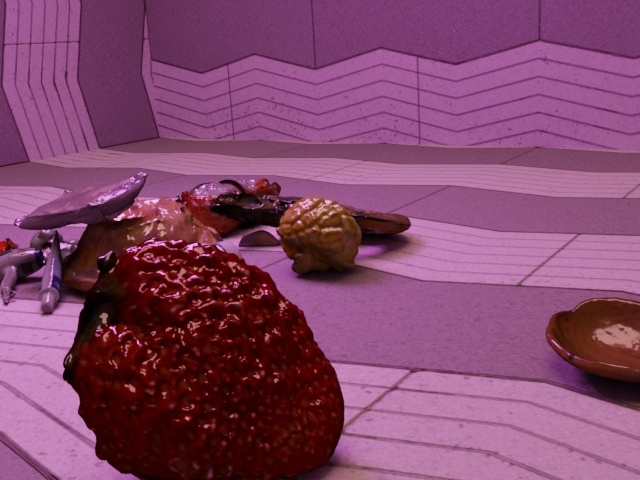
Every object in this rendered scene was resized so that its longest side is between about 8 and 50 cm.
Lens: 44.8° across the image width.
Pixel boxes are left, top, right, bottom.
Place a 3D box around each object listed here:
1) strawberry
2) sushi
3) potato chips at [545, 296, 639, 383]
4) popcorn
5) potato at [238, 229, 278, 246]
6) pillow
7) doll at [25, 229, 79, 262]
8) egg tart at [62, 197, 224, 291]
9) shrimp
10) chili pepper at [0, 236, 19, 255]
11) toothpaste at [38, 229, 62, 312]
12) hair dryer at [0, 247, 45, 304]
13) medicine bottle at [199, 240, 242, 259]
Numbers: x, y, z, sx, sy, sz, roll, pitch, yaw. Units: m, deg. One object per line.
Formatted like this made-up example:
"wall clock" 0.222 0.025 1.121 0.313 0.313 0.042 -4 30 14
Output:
"strawberry" -0.117 0.129 0.820 0.258 0.261 0.261 -2 14 20
"sushi" -0.228 -0.086 1.916 0.130 0.124 0.332 17 21 27
"potato chips" 0.400 0.141 1.010 0.208 0.061 0.195 4 21 21
"popcorn" 0.005 -0.008 1.517 0.174 0.173 0.142 1 37 18
"potato" -0.140 -0.008 1.762 0.093 0.036 0.037 -2 18 8
"pillow" -0.458 -0.068 1.516 0.255 0.059 0.169 -8 25 31
"doll" -0.584 0.012 1.733 0.150 0.077 0.115 17 33 27
"egg tart" -0.357 0.002 1.567 0.352 0.149 0.352 -6 16 2
"shrimp" -0.021 -0.053 1.696 0.445 0.085 0.272 7 0 -5
"chili pepper" -0.732 0.046 1.645 0.169 0.064 0.088 -12 -21 -4
"toothpaste" -0.502 0.061 1.457 0.037 0.061 0.216 -1 33 -12
"hair dryer" -0.649 0.085 1.532 0.167 0.067 0.199 -11 28 8
"medicine bottle" -0.235 0.062 1.377 0.187 0.102 0.103 -15 19 -39
